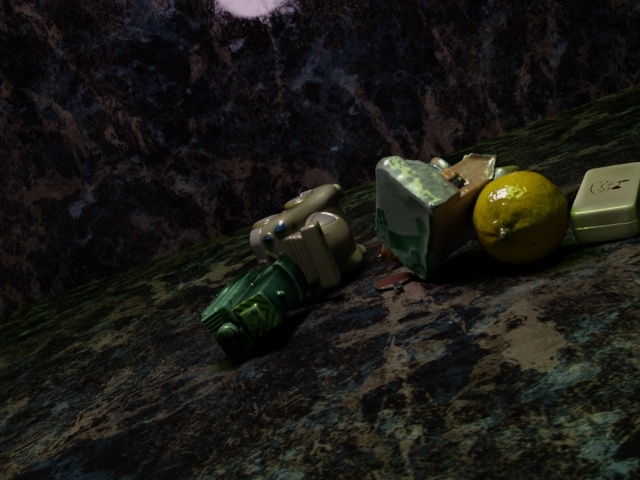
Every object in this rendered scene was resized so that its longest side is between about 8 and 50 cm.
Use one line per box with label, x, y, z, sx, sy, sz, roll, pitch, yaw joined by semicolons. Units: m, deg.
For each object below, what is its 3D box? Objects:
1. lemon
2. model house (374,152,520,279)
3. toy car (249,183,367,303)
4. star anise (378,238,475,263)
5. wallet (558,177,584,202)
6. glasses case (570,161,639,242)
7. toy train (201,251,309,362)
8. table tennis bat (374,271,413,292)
lemon;0.411;-0.046;1.749;0.192;0.192;0.231;-12;9;37
model house;0.302;-0.109;1.904;0.324;0.267;0.194;-30;55;-21
toy car;0.000;0.000;2.166;0.226;0.242;0.336;-16;12;36
star anise;0.265;-0.030;2.128;0.346;0.148;0.237;-8;38;41
wallet;0.550;-0.090;2.073;0.309;0.042;0.165;-25;-3;-26
glasses case;0.624;-0.086;1.825;0.131;0.070;0.313;-8;18;27
toy train;-0.142;0.140;1.919;0.178;0.139;0.330;-32;7;17
table tennis bat;0.173;0.098;1.964;0.095;0.014;0.158;-19;8;0
